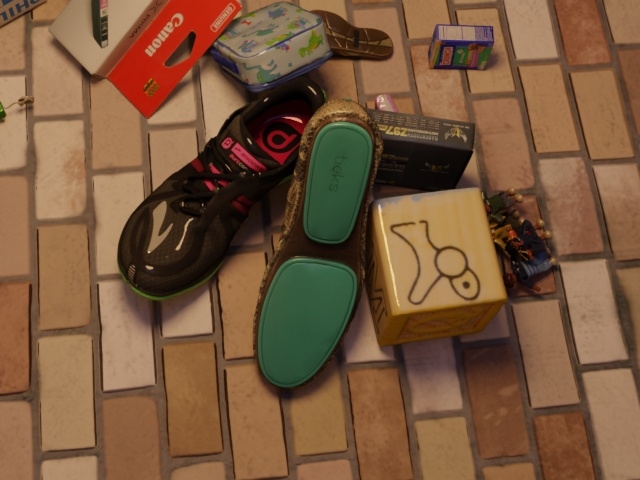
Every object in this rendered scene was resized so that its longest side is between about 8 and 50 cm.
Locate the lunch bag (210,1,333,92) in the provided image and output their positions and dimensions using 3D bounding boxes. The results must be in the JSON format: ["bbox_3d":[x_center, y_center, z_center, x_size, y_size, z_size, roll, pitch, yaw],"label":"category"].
[{"bbox_3d":[-0.093,-0.344,1.816,0.176,0.090,0.219,-28,32,-14],"label":"lunch bag"}]

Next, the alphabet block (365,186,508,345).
[{"bbox_3d":[0.177,0.046,1.685,0.192,0.193,0.197,-7,70,-6],"label":"alphabet block"}]

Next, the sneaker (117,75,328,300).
[{"bbox_3d":[-0.164,-0.107,1.709,0.185,0.202,0.483,37,70,10],"label":"sneaker"}]

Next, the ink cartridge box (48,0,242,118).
[{"bbox_3d":[-0.314,-0.396,1.822,0.239,0.060,0.275,45,101,13],"label":"ink cartridge box"}]

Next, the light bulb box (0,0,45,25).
[{"bbox_3d":[-0.698,-0.503,1.733,0.358,0.361,0.225,-35,74,-16],"label":"light bulb box"}]

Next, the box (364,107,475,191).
[{"bbox_3d":[0.134,-0.154,1.764,0.233,0.183,0.059,7,68,-3],"label":"box"}]

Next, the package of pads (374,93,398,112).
[{"bbox_3d":[0.118,-0.223,1.842,0.032,0.083,0.050,-19,68,-6],"label":"package of pads"}]

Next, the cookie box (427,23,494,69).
[{"bbox_3d":[0.260,-0.358,1.903,0.107,0.092,0.040,1,66,-4],"label":"cookie box"}]

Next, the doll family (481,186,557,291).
[{"bbox_3d":[0.331,0.000,1.777,0.111,0.076,0.193,-26,67,-34],"label":"doll family"}]

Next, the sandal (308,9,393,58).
[{"bbox_3d":[0.047,-0.376,1.920,0.180,0.049,0.072,13,73,-16],"label":"sandal"}]

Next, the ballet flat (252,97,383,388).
[{"bbox_3d":[0.000,0.000,1.666,0.164,0.182,0.482,11,109,-5],"label":"ballet flat"}]

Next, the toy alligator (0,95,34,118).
[{"bbox_3d":[-0.592,-0.212,1.791,0.190,0.056,0.051,-12,70,-9],"label":"toy alligator"}]
